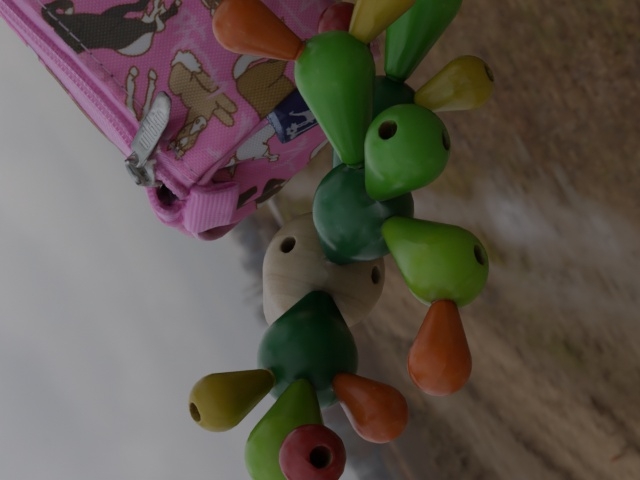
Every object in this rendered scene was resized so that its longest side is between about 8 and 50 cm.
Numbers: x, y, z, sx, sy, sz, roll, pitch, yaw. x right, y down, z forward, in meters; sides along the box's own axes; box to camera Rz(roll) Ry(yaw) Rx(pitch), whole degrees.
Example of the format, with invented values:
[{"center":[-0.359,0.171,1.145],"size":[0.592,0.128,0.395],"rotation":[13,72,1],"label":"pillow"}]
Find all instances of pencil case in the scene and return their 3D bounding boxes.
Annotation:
[{"center":[-0.142,-0.183,0.819],"size":[0.386,0.160,0.167],"rotation":[47,-170,4],"label":"pencil case"}]

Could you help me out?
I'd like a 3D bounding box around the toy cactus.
[{"center":[0.000,0.000,0.542],"size":[0.180,0.112,0.219],"rotation":[120,157,-66],"label":"toy cactus"}]
